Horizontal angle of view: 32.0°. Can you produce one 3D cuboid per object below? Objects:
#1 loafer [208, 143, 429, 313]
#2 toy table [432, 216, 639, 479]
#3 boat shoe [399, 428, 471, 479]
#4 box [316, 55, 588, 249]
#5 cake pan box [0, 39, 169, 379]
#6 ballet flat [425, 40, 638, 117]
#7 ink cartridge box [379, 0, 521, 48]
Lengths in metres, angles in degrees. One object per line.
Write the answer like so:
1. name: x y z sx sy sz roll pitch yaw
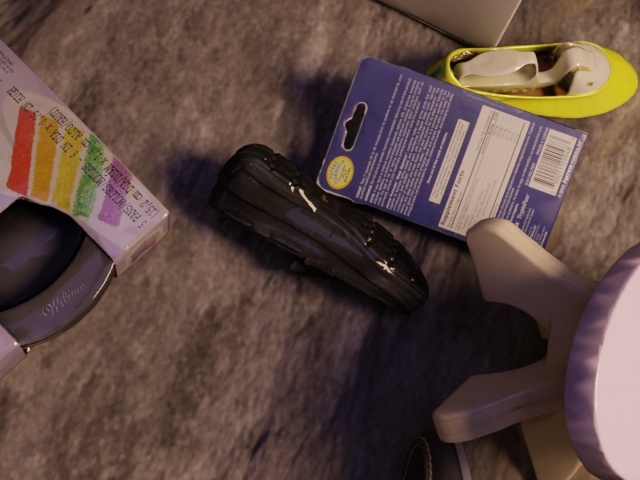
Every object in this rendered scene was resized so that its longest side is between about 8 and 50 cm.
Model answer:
1. loafer: 0.000 0.000 1.026 0.223 0.076 0.078 35 113 -7
2. toy table: 0.227 0.096 0.937 0.274 0.161 0.252 -16 98 -47
3. boat shoe: 0.068 0.318 0.910 0.095 0.112 0.335 6 75 -11
4. box: 0.122 -0.076 1.054 0.225 0.036 0.136 20 96 -3
5. cake pan box: -0.302 -0.022 0.985 0.246 0.070 0.267 -42 83 -16
6. ballet flat: 0.216 -0.163 1.100 0.231 0.077 0.077 -4 69 -10
7. ink cartridge box: 0.155 -0.368 1.090 0.197 0.198 0.270 27 71 3
